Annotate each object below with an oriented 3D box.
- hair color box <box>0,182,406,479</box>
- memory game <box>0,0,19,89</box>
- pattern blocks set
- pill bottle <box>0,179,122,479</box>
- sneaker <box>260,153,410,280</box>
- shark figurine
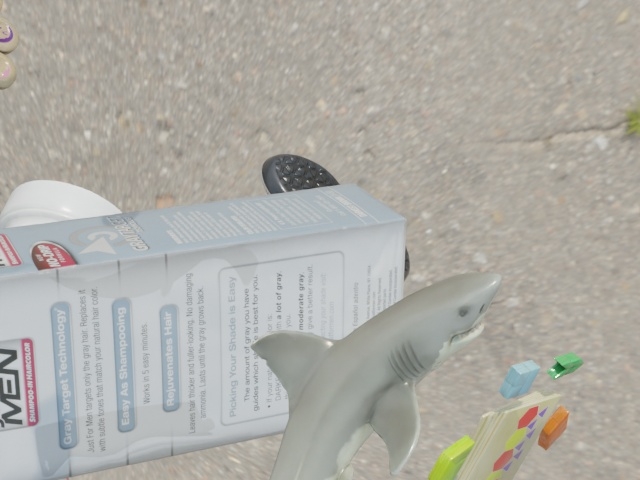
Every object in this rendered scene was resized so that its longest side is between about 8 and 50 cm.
[{"bbox_3d":[-0.120,0.074,1.069,0.375,0.113,0.185,-9,113,-23],"label":"hair color box"},{"bbox_3d":[-0.340,-0.183,1.077,0.186,0.012,0.186,21,54,-31],"label":"memory game"},{"bbox_3d":[0.245,0.285,1.751,0.026,0.285,0.324,43,114,32],"label":"pattern blocks set"},{"bbox_3d":[-0.371,0.135,1.571,0.229,0.229,0.407,19,56,-7],"label":"pill bottle"},{"bbox_3d":[0.000,0.000,1.368,0.235,0.097,0.084,40,38,-36],"label":"sneaker"},{"bbox_3d":[-0.010,0.121,0.841,0.116,0.166,0.278,41,66,-14],"label":"shark figurine"}]
